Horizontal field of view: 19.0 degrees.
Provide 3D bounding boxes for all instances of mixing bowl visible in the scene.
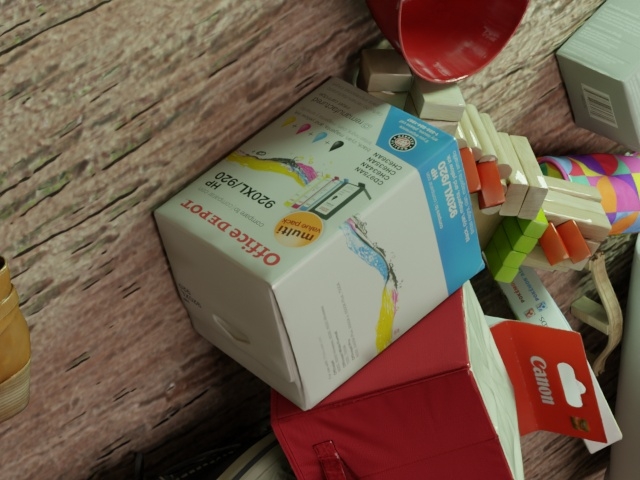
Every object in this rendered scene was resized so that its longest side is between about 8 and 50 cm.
[{"bbox_3d":[0.106,-0.246,1.760,0.181,0.098,0.181,-25,130,-33],"label":"mixing bowl"}]

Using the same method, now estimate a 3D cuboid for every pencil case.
[{"bbox_3d":[0.309,-0.051,2.107,0.236,0.104,0.104,-6,118,-47],"label":"pencil case"}]

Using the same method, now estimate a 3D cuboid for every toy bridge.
[{"bbox_3d":[0.324,0.087,2.235,0.026,0.063,0.188,-32,135,-29],"label":"toy bridge"}]

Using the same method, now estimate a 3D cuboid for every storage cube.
[{"bbox_3d":[0.075,0.159,1.826,0.193,0.215,0.183,-17,121,11],"label":"storage cube"}]

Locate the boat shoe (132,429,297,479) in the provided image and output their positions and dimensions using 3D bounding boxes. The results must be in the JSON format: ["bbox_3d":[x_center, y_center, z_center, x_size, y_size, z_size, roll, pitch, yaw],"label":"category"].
[{"bbox_3d":[-0.152,0.297,1.809,0.500,0.156,0.186,-34,135,-49],"label":"boat shoe"}]

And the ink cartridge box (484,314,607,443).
[{"bbox_3d":[0.166,0.149,1.977,0.066,0.232,0.189,-55,143,-30],"label":"ink cartridge box"}]

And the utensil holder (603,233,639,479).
[{"bbox_3d":[0.515,0.176,2.297,0.328,0.328,0.385,-24,127,-35],"label":"utensil holder"}]

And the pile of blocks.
[{"bbox_3d":[0.150,-0.044,1.874,0.149,0.112,0.362,-39,128,19],"label":"pile of blocks"}]

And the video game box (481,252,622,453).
[{"bbox_3d":[0.248,0.107,2.072,0.048,0.187,0.205,-31,137,1],"label":"video game box"}]

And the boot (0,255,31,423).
[{"bbox_3d":[-0.321,0.108,1.568,0.197,0.073,0.152,-38,140,-41],"label":"boot"}]

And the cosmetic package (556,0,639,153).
[{"bbox_3d":[0.375,-0.223,2.058,0.238,0.107,0.127,-46,139,-19],"label":"cosmetic package"}]

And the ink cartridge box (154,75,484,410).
[{"bbox_3d":[0.000,0.000,1.751,0.233,0.171,0.168,-39,137,-23],"label":"ink cartridge box"}]
